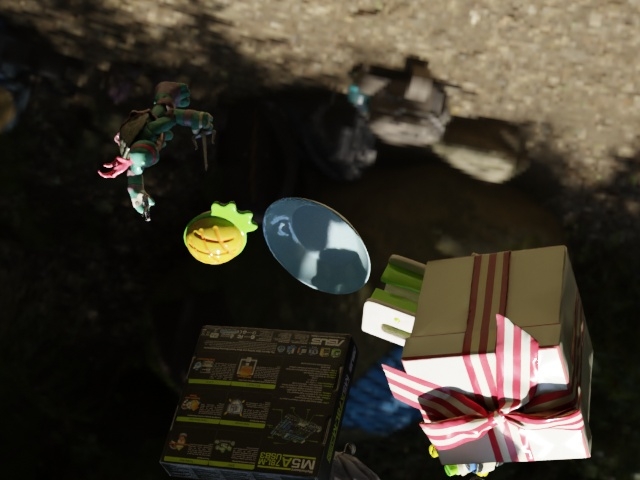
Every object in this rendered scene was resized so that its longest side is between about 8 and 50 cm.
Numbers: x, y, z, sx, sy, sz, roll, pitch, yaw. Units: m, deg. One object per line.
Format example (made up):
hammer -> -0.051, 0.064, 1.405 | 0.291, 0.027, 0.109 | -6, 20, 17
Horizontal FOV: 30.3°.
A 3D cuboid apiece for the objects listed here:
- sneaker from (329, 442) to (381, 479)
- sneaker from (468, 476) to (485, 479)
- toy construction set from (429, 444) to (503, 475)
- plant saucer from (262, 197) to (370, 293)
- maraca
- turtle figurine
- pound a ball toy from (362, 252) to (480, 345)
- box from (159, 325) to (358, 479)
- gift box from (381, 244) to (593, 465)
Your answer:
sneaker -> 0.048, 0.506, 2.172 | 0.153, 0.268, 0.101 | -11, 172, -29
sneaker -> 0.157, 0.480, 1.834 | 0.125, 0.139, 0.341 | 42, 132, -17
toy construction set -> 0.311, 0.389, 2.560 | 0.151, 0.215, 0.327 | -25, 139, -10
plant saucer -> 0.000, 0.000, 1.860 | 0.195, 0.037, 0.195 | 21, 139, 20
maraca -> -0.210, -0.017, 2.460 | 0.127, 0.099, 0.186 | 27, 133, -21
turtle figurine -> -0.236, -0.141, 1.709 | 0.118, 0.175, 0.234 | 41, -161, -22
pound a ball toy -> 0.261, 0.130, 2.137 | 0.319, 0.208, 0.135 | 20, 142, 14
box -> -0.067, 0.187, 1.341 | 0.191, 0.184, 0.045 | 1, 147, 19
gift box -> 0.250, 0.166, 1.710 | 0.255, 0.258, 0.276 | -12, 125, 24
